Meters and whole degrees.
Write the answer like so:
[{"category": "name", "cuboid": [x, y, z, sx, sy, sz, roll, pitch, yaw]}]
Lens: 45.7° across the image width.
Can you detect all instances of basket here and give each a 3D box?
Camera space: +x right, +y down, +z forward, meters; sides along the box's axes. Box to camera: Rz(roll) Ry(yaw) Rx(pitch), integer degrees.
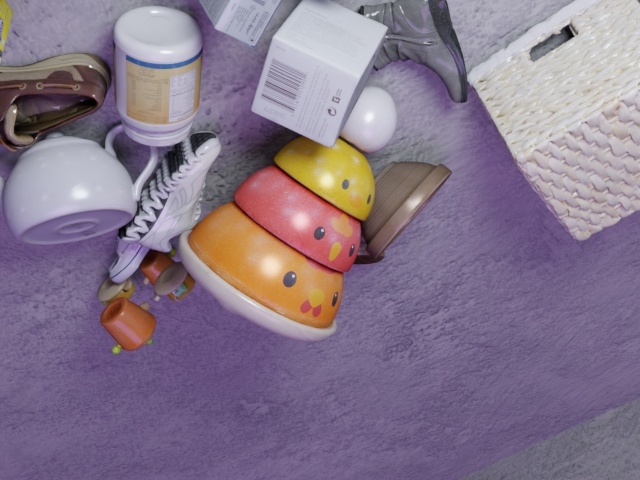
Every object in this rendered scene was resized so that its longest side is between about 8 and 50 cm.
[{"category": "basket", "cuboid": [0.506, -0.223, 1.397, 0.328, 0.267, 0.331, -31, 136, 21]}]

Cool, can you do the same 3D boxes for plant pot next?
[{"category": "plant pot", "cuboid": [0.153, -0.085, 1.558, 0.109, 0.237, 0.237, 43, 127, 6]}]

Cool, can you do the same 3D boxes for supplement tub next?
[{"category": "supplement tub", "cuboid": [-0.274, -0.274, 1.278, 0.144, 0.144, 0.200, 1, 137, -12]}]

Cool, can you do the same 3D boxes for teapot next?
[{"category": "teapot", "cuboid": [-0.465, -0.111, 1.402, 0.256, 0.187, 0.252, -5, 166, -46]}]

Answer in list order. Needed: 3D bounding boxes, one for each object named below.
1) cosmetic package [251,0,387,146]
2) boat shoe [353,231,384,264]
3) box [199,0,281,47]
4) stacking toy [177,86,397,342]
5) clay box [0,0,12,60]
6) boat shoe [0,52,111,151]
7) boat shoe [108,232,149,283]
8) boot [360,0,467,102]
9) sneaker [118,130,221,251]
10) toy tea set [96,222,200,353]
[{"category": "cosmetic package", "cuboid": [0.000, -0.285, 1.257, 0.151, 0.184, 0.151, 25, 135, 1]}, {"category": "boat shoe", "cuboid": [0.000, 0.000, 1.687, 0.285, 0.089, 0.104, 4, 162, -11]}, {"category": "box", "cuboid": [-0.113, -0.377, 1.126, 0.072, 0.137, 0.126, 19, 117, -34]}, {"category": "stacking toy", "cuboid": [-0.017, -0.082, 1.433, 0.350, 0.350, 0.480, 26, 101, -33]}, {"category": "clay box", "cuboid": [-0.551, -0.287, 1.151, 0.127, 0.222, 0.053, -16, 138, 6]}, {"category": "boat shoe", "cuboid": [-0.528, -0.221, 1.301, 0.341, 0.123, 0.123, -12, 138, 2]}, {"category": "boat shoe", "cuboid": [-0.396, -0.006, 1.609, 0.075, 0.083, 0.226, 33, 112, -25]}, {"category": "boot", "cuboid": [0.167, -0.336, 1.357, 0.161, 0.084, 0.247, -15, 133, 16]}, {"category": "sneaker", "cuboid": [-0.274, -0.092, 1.484, 0.118, 0.110, 0.292, 30, 117, -28]}, {"category": "toy tea set", "cuboid": [-0.334, 0.108, 1.650, 0.336, 0.200, 0.124, -30, 126, 14]}]
